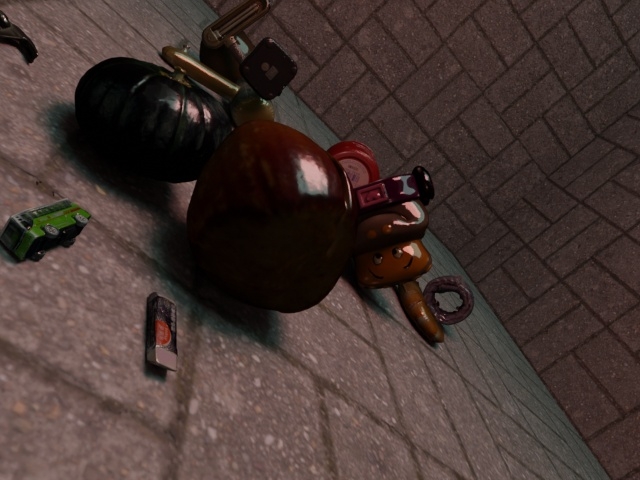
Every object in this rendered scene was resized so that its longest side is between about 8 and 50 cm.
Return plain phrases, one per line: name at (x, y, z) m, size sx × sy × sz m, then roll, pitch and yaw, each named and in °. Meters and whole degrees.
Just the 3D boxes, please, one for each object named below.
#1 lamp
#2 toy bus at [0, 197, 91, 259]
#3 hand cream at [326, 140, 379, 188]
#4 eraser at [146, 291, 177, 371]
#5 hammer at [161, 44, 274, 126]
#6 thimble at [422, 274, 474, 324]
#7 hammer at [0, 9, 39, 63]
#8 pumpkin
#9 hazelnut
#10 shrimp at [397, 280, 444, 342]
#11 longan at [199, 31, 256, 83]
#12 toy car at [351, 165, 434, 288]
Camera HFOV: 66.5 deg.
lamp at (-0.145, -0.486, 1.203) m, size 0.283 × 0.203 × 0.124 m, roll 49°, pitch 7°, yaw 39°
toy bus at (-0.237, -0.012, 0.426) m, size 0.037 × 0.031 × 0.083 m, roll 39°, pitch 16°, yaw -5°
hand cream at (0.085, -0.200, 1.484) m, size 0.193 × 0.193 × 0.125 m, roll 44°, pitch 18°, yaw -15°
eraser at (-0.148, 0.083, 0.458) m, size 0.027 × 0.019 × 0.099 m, roll 37°, pitch 19°, yaw -35°
hammer at (-0.256, -0.393, 1.227) m, size 0.305 × 0.113 × 0.202 m, roll 29°, pitch 20°, yaw -30°
thimble at (0.381, 0.175, 1.456) m, size 0.150 × 0.150 × 0.097 m, roll 52°, pitch 18°, yaw 13°
hammer at (-0.400, -0.238, 0.556) m, size 0.078 × 0.021 × 0.201 m, roll 45°, pitch 16°, yaw -11°
pumpkin at (-0.210, -0.159, 0.631) m, size 0.201 × 0.140 × 0.202 m, roll 25°, pitch 19°, yaw -9°
hazelnut at (-0.069, -0.028, 0.609) m, size 0.217 × 0.234 × 0.218 m, roll 6°, pitch 37°, yaw -4°
shrimp at (0.265, 0.164, 1.318) m, size 0.152 × 0.063 × 0.287 m, roll 41°, pitch 19°, yaw -31°
longan at (-0.253, -0.510, 1.368) m, size 0.189 × 0.189 × 0.189 m, roll 44°, pitch 16°, yaw -15°
toy car at (0.150, -0.015, 1.141) m, size 0.340 × 0.271 × 0.241 m, roll 11°, pitch 63°, yaw -80°
